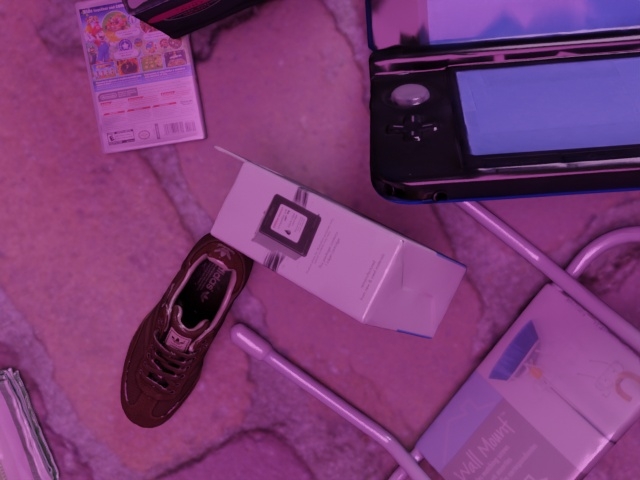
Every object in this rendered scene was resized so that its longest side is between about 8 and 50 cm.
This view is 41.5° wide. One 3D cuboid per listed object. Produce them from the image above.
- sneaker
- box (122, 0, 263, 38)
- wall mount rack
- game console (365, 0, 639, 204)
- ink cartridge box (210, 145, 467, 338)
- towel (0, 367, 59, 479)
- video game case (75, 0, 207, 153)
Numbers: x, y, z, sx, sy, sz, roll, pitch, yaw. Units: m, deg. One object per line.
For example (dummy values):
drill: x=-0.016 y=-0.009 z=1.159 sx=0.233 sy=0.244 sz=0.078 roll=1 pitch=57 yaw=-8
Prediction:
sneaker: x=-0.118 y=0.075 z=0.679 sx=0.066 sy=0.071 sz=0.188 roll=27 pitch=100 yaw=0
box: x=-0.096 y=-0.300 z=0.576 sx=0.165 sy=0.143 sz=0.270 roll=-23 pitch=97 yaw=3
wall mount rack: x=0.106 y=0.094 z=0.641 sx=0.350 sy=0.130 sz=0.304 roll=-52 pitch=54 yaw=10
game console: x=0.173 y=-0.165 z=0.569 sx=0.293 sy=0.250 sz=0.173 roll=-4 pitch=125 yaw=6
ink cartridge box: x=0.000 y=0.000 z=0.600 sx=0.180 sy=0.104 sz=0.060 roll=28 pitch=95 yaw=35
towel: x=-0.317 y=0.185 z=0.740 sx=0.152 sy=0.023 sz=0.113 roll=-18 pitch=96 yaw=8
video game case: x=-0.144 y=-0.136 z=0.678 sx=0.087 sy=0.011 sz=0.122 roll=-8 pitch=98 yaw=7
